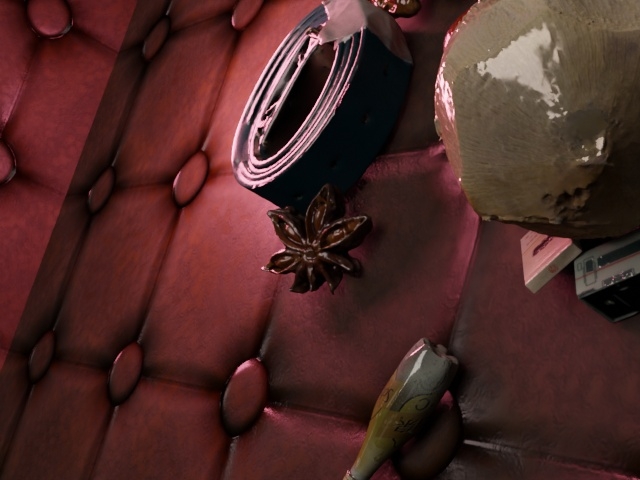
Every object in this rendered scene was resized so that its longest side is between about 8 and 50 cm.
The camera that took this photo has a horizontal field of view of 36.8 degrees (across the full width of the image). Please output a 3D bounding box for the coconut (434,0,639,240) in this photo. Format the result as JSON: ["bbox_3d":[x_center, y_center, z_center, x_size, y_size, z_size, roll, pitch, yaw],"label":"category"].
[{"bbox_3d":[0.315,-0.173,1.244,0.346,0.346,0.360,-46,9,24],"label":"coconut"}]

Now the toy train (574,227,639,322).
[{"bbox_3d":[0.504,-0.015,1.170,0.407,0.086,0.088,-29,41,39],"label":"toy train"}]

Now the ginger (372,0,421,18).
[{"bbox_3d":[0.202,-0.586,1.858,0.357,0.152,0.274,-22,53,46],"label":"ginger"}]

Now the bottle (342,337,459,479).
[{"bbox_3d":[0.114,0.277,1.480,0.269,0.083,0.083,-58,35,9],"label":"bottle"}]

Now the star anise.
[{"bbox_3d":[-0.006,-0.001,1.792,0.220,0.099,0.214,24,95,35],"label":"star anise"}]

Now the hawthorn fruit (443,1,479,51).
[{"bbox_3d":[0.319,-0.311,1.499,0.253,0.205,0.205,-38,42,29],"label":"hawthorn fruit"}]

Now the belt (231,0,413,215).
[{"bbox_3d":[0.005,-0.264,1.889,0.300,0.173,0.436,25,89,51],"label":"belt"}]

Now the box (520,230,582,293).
[{"bbox_3d":[0.325,0.007,1.367,0.090,0.024,0.167,-47,9,22],"label":"box"}]
